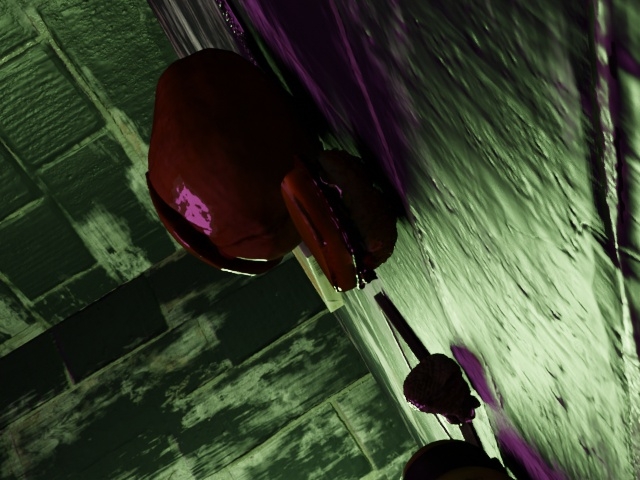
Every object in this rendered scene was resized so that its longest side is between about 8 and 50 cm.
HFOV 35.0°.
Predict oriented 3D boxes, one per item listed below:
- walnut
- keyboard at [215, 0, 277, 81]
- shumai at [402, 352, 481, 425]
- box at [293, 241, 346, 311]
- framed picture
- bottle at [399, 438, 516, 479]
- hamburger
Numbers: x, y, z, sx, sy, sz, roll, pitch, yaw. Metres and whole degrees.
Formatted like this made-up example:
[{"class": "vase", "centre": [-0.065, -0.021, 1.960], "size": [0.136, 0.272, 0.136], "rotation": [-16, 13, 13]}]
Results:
[{"class": "walnut", "centre": [-0.104, -0.111, 1.182], "size": [0.209, 0.209, 0.336], "rotation": [63, -176, -51]}, {"class": "keyboard", "centre": [-0.103, -0.267, 1.276], "size": [0.202, 0.011, 0.067], "rotation": [59, 175, -9]}, {"class": "shumai", "centre": [0.146, 0.186, 1.201], "size": [0.080, 0.082, 0.083], "rotation": [59, -160, -29]}, {"class": "box", "centre": [-0.032, 0.018, 2.323], "size": [0.205, 0.051, 0.365], "rotation": [57, 176, 24]}, {"class": "framed picture", "centre": [0.184, 0.248, 1.579], "size": [0.240, 0.020, 0.324], "rotation": [56, 176, 44]}, {"class": "bottle", "centre": [0.195, 0.357, 1.212], "size": [0.172, 0.171, 0.351], "rotation": [60, 178, -22]}, {"class": "hamburger", "centre": [0.021, -0.028, 0.978], "size": [0.137, 0.087, 0.166], "rotation": [58, 175, 17]}]
